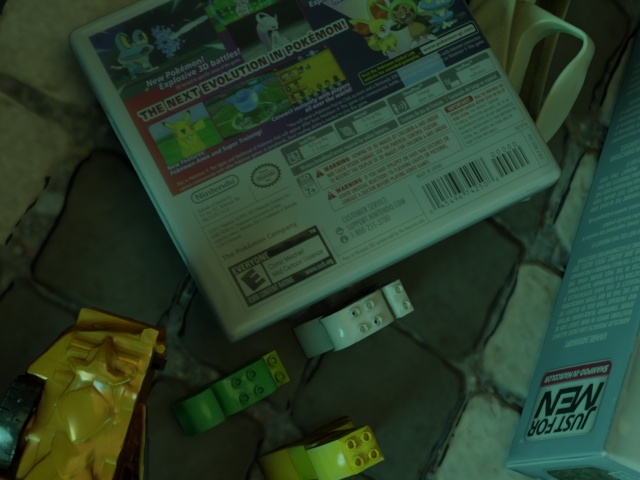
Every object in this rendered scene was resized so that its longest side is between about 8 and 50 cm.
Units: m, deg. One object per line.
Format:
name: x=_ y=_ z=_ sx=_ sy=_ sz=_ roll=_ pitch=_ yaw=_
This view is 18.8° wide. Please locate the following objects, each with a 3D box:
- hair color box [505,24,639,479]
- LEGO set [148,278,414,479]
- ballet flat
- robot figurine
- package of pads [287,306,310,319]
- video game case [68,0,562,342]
hair color box: x=0.259 y=-0.012 z=1.116 sx=0.185 sy=0.113 sz=0.374 roll=25 pitch=73 yaw=-18
LEGO set: x=-0.026 y=0.100 z=0.984 sx=0.227 sy=0.093 sz=0.087 roll=-27 pitch=92 yaw=-25
ballet flat: x=0.124 y=-0.134 z=1.092 sx=0.086 sy=0.086 sz=0.248 roll=22 pitch=77 yaw=-18
robot figurine: x=-0.179 y=0.158 z=0.877 sx=0.211 sy=0.085 sz=0.291 roll=19 pitch=88 yaw=1
package of pads: x=0.000 y=0.000 z=1.036 sx=0.032 sy=0.050 sz=0.083 roll=35 pitch=69 yaw=-3
video game case: x=-0.002 y=-0.069 z=1.015 sx=0.201 sy=0.023 sz=0.183 roll=-26 pitch=81 yaw=-15
